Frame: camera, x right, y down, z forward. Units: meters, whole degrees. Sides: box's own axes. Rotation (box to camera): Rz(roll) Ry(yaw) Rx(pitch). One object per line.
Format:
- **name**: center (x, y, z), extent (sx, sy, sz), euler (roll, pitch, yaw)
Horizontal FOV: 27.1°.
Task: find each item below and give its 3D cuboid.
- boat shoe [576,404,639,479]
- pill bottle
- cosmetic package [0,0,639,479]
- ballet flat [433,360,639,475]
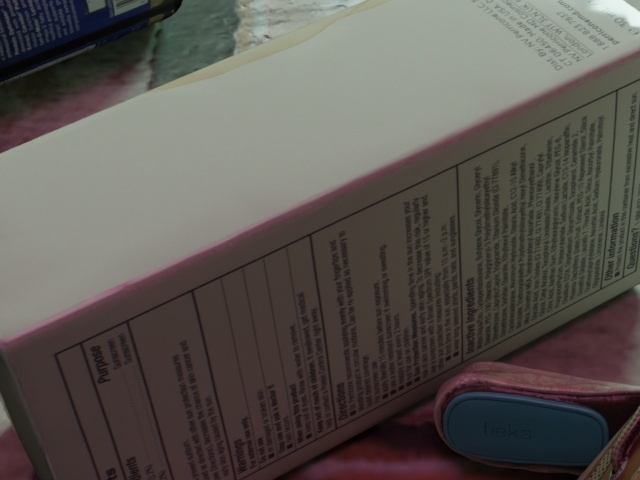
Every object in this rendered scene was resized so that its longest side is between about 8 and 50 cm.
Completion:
- **boat shoe**: center (0.149, 0.095, 0.468), extent (0.123, 0.116, 0.324), euler (27, 72, 13)
- **pill bottle**: center (-0.202, -0.155, 0.800), extent (0.219, 0.123, 0.123), euler (-26, 48, -19)
- **cosmetic package**: center (0.000, 0.000, 0.599), extent (0.309, 0.160, 0.113), euler (-24, 47, -18)
- **ballet flat**: center (0.134, 0.080, 0.579), extent (0.168, 0.057, 0.052), euler (12, 20, 15)
